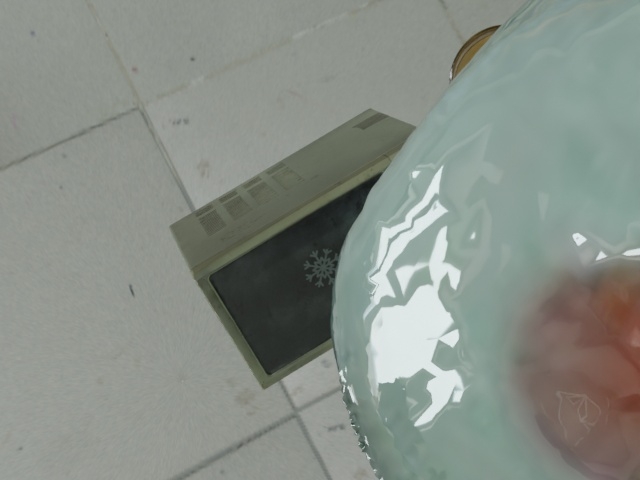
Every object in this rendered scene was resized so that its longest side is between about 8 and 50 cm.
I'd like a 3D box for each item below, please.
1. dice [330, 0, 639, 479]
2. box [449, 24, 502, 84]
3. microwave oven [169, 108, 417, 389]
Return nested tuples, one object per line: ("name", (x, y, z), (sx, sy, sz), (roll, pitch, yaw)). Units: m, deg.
("dice", (0.185, 0.028, 0.414), (0.264, 0.262, 0.268), (45, 120, 18))
("box", (0.177, -0.153, 0.837), (0.105, 0.037, 0.105), (2, 114, 4))
("microwave oven", (0.000, 0.000, 0.834), (0.240, 0.194, 0.145), (-31, 109, -6))
